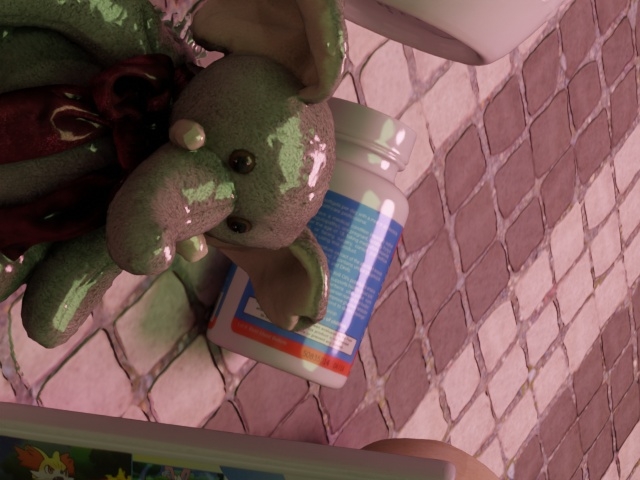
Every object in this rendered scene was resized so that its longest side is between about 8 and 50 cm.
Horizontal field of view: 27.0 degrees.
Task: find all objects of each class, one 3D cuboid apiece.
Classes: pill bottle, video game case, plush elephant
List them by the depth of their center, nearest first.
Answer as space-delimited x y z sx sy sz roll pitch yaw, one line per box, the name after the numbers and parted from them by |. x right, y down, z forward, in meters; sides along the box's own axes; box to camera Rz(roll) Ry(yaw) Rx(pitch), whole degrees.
-0.109 -0.050 0.806 0.330 0.255 0.271 -35 131 -42 | plush elephant
-0.079 0.273 0.949 0.036 0.329 0.299 -60 155 -68 | video game case
0.000 0.000 1.096 0.124 0.124 0.221 27 83 -55 | pill bottle

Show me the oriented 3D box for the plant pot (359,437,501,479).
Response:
0.035 0.323 1.158 0.305 0.334 0.333 -27 126 -61 | plant pot

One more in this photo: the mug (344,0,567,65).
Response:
0.115 -0.310 1.025 0.374 0.276 0.328 -2 116 -88 | mug
